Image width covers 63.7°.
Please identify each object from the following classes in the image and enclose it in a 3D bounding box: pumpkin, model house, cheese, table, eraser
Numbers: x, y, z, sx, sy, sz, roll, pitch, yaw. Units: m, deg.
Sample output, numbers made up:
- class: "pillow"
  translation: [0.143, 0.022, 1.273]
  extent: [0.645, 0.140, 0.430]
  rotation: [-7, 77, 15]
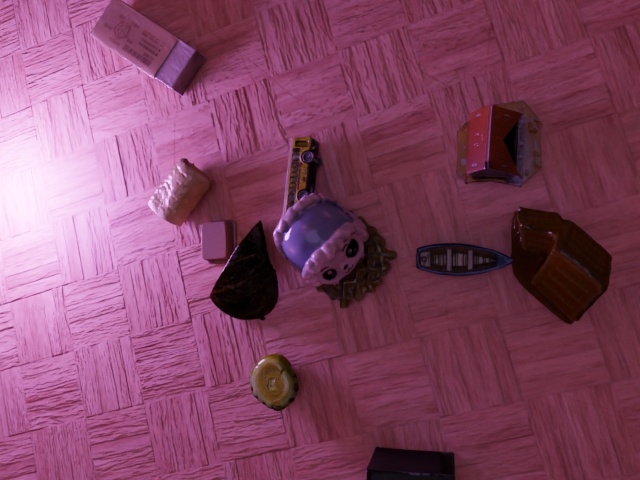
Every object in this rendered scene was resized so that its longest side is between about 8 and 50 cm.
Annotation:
- class: "pumpkin"
  translation: [-0.176, 0.109, 1.337]
  extent: [0.163, 0.111, 0.278]
  rotation: [33, 106, 2]
- class: "model house"
  translation: [0.428, -0.250, 1.227]
  extent: [0.207, 0.136, 0.219]
  rotation: [5, 86, 17]
- class: "cheese"
  translation: [-0.396, -0.136, 1.452]
  extent: [0.123, 0.094, 0.167]
  rotation: [40, 95, 13]
- class: "table"
  translation: [0.214, 0.593, 1.187]
  extent: [0.193, 0.169, 0.172]
  rotation: [-2, 84, 13]
- class: "model house"
  translation: [0.509, 0.043, 1.126]
  extent: [0.268, 0.239, 0.173]
  rotation: [44, 100, 15]
- class: "eraser"
  translation: [-0.514, -0.578, 1.533]
  extent: [0.343, 0.078, 0.144]
  rotation: [36, 95, 14]

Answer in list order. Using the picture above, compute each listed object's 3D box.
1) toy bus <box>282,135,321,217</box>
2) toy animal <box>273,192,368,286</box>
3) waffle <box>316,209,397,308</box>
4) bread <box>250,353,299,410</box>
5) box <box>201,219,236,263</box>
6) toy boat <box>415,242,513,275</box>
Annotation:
- class: "toy bus"
  translation: [-0.047, -0.159, 1.375]
  extent: [0.074, 0.081, 0.226]
  rotation: [5, 89, 20]
- class: "toy animal"
  translation: [0.000, 0.000, 1.257]
  extent: [0.208, 0.156, 0.204]
  rotation: [-45, 65, 5]
- class: "waffle"
  translation: [0.071, 0.054, 1.333]
  extent: [0.223, 0.054, 0.204]
  rotation: [-44, 77, 6]
- class: "bread"
  translation: [-0.117, 0.368, 1.343]
  extent: [0.139, 0.071, 0.130]
  rotation: [41, 93, 16]
- class: "box"
  translation: [-0.283, 0.003, 1.426]
  extent: [0.089, 0.062, 0.122]
  rotation: [-4, 84, 14]
- class: "toy boat"
  translation: [0.349, 0.047, 1.256]
  extent: [0.228, 0.046, 0.080]
  rotation: [0, 83, 20]
